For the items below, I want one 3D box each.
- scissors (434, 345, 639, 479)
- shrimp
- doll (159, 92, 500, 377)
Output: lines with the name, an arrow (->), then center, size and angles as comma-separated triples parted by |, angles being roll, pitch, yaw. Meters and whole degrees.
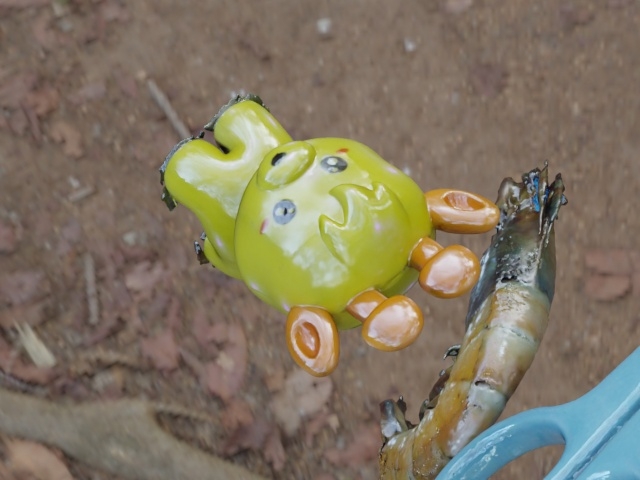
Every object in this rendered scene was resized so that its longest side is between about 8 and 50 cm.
scissors -> 0.224, 0.035, 0.910 | 0.447, 0.029, 0.192 | -46, 24, -5
shrimp -> 0.113, 0.074, 1.326 | 0.054, 0.222, 0.290 | 28, 54, -8
doll -> 0.000, 0.000, 1.006 | 0.143, 0.135, 0.221 | -40, 40, -18
